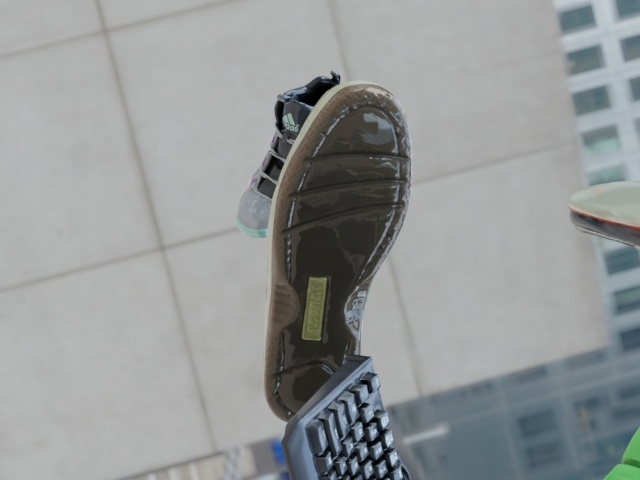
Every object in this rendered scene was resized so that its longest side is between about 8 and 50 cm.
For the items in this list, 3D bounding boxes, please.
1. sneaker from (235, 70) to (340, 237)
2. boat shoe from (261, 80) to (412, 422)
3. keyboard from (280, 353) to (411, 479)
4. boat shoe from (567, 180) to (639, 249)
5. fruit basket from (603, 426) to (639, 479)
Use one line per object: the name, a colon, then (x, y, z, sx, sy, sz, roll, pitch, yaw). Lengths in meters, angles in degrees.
sneaker: (-0.018, -0.053, 0.919, 0.038, 0.098, 0.069, 25, -25, 22)
boat shoe: (0.000, 0.000, 0.886, 0.072, 0.068, 0.190, -103, -154, -67)
keyboard: (0.031, 0.143, 0.777, 0.108, 0.023, 0.180, -42, 123, -58)
boat shoe: (0.192, 0.000, 0.872, 0.049, 0.137, 0.043, -43, 135, -46)
fruit basket: (0.359, 0.241, 1.102, 0.392, 0.392, 0.283, -110, 178, -46)
